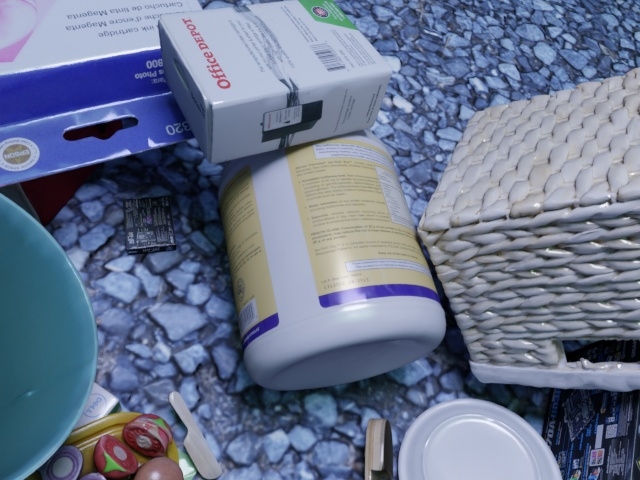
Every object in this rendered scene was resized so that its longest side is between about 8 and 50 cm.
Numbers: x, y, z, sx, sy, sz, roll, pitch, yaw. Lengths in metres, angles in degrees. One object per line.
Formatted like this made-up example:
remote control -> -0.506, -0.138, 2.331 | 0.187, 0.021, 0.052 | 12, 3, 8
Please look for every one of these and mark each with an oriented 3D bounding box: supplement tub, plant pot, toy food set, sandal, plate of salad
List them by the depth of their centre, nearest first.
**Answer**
plant pot -> -0.388, 0.108, 0.438 | 0.293, 0.235, 0.293 | 44, 28, -31
toy food set -> -0.207, 0.246, 0.541 | 0.218, 0.071, 0.128 | -20, 86, -35
sandal -> 0.038, 0.329, 0.612 | 0.079, 0.088, 0.240 | -6, 50, 18
plate of salad -> 0.198, 0.296, 0.661 | 0.200, 0.048, 0.199 | -2, 46, 2
supplement tub -> 0.000, 0.000, 0.674 | 0.241, 0.241, 0.331 | -5, 63, -17

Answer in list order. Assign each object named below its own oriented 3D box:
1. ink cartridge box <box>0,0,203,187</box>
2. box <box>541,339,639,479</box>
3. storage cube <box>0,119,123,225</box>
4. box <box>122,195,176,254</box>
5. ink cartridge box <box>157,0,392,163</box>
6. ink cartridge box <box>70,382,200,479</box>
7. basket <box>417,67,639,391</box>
ink cartridge box -> -0.298, -0.241, 0.615 | 0.324, 0.071, 0.330 | -21, 69, -24
box -> 0.363, 0.231, 0.678 | 0.051, 0.175, 0.220 | 29, 58, -1
storage cube -> -0.406, -0.171, 0.695 | 0.215, 0.183, 0.193 | 26, 60, 0
box -> -0.244, -0.023, 0.751 | 0.067, 0.018, 0.083 | -7, 64, -18
ink cartridge box -> -0.053, -0.183, 0.580 | 0.209, 0.086, 0.153 | -17, 60, -24
ink cartridge box -> -0.276, 0.249, 0.572 | 0.235, 0.056, 0.171 | 32, 58, 6
basket -> 0.343, -0.024, 0.657 | 0.266, 0.328, 0.331 | 61, 41, -24
